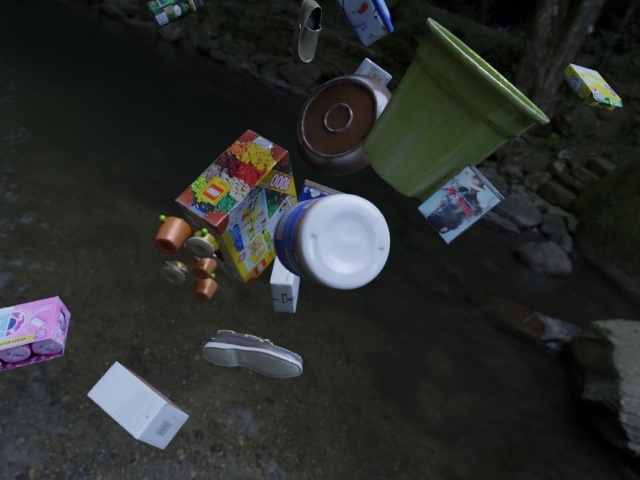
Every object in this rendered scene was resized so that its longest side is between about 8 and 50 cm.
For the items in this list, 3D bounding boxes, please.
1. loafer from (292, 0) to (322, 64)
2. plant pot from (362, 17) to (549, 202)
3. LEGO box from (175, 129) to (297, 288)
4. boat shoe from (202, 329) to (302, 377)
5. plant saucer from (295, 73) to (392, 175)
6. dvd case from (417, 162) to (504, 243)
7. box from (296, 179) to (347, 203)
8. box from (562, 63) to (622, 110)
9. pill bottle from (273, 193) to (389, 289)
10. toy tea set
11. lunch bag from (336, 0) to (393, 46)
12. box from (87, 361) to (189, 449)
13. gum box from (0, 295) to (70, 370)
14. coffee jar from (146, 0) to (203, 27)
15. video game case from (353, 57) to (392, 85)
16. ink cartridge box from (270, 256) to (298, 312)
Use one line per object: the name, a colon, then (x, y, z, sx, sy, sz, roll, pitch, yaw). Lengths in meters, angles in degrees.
loafer: (-0.030, -0.499, 1.128, 0.056, 0.147, 0.050, -10, 32, -30)
plant pot: (0.223, -0.217, 0.881, 0.276, 0.254, 0.276, 29, 31, -20)
LEGO box: (-0.275, -0.100, 1.769, 0.193, 0.500, 0.372, 32, 68, 19)
boat shoe: (-0.207, 0.354, 1.493, 0.325, 0.116, 0.096, 7, 34, 12)
plant saucer: (0.057, -0.338, 1.331, 0.311, 0.310, 0.050, 36, 6, 28)
dvd case: (0.240, -0.063, 0.812, 0.087, 0.119, 0.013, 56, 16, 23)
box: (-0.018, -0.043, 1.321, 0.137, 0.225, 0.036, 21, 4, 15)
box: (0.786, -0.438, 1.359, 0.105, 0.043, 0.179, 9, 45, -14)
pill bottle: (0.000, 0.000, 0.844, 0.153, 0.152, 0.272, 16, -4, -17)
toy tea set: (-0.412, 0.052, 1.508, 0.200, 0.335, 0.124, 13, 46, 2)
lunch bag: (0.092, -0.685, 1.260, 0.243, 0.115, 0.303, 36, 35, -51)
box: (-0.405, 0.370, 1.052, 0.171, 0.130, 0.091, 27, 66, 25)
gum box: (-0.593, 0.186, 0.917, 0.189, 0.062, 0.107, -13, 44, -8)
coffee jar: (-0.515, -0.834, 1.670, 0.185, 0.079, 0.096, -28, 48, -10)
video game case: (0.127, -0.468, 1.513, 0.026, 0.206, 0.227, 45, 22, 13)
ink cartridge box: (-0.131, 0.158, 1.778, 0.086, 0.203, 0.148, 5, 51, 5)
